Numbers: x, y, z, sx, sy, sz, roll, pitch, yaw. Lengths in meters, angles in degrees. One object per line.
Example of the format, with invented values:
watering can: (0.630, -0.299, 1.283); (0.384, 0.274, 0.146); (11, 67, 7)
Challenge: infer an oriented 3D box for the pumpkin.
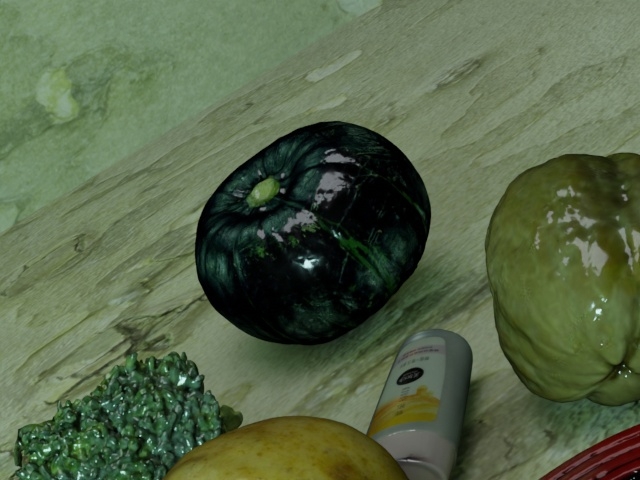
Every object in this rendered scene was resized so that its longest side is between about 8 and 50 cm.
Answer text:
pumpkin: (0.000, 0.000, 2.119); (0.315, 0.238, 0.315); (-35, 25, 18)

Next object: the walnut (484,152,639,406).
walnut: (0.278, 0.042, 1.690); (0.283, 0.227, 0.283); (-57, 20, 33)

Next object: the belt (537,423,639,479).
belt: (0.277, 0.245, 1.246); (0.323, 0.115, 0.227); (-25, 35, 18)

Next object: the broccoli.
broccoli: (-0.194, 0.271, 1.747); (0.288, 0.248, 0.245); (-35, -16, -3)

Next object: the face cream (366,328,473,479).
face cream: (0.101, 0.187, 1.740); (0.107, 0.073, 0.269); (-24, 19, 23)

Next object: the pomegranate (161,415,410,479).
pomegranate: (-0.031, 0.271, 1.426); (0.260, 0.260, 0.260); (-21, 19, 8)
